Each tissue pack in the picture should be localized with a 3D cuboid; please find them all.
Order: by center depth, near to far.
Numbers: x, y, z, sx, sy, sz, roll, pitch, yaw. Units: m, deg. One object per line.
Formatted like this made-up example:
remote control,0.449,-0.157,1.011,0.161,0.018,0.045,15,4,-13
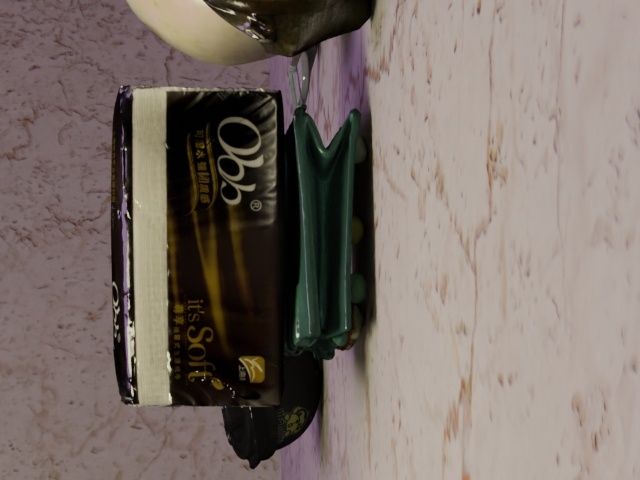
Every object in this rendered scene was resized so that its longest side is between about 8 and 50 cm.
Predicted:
tissue pack,-0.143,0.012,1.621,0.210,0.198,0.369,-168,79,-80

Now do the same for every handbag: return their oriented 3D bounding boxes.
handbag,0.005,-0.002,1.645,0.268,0.100,0.274,123,146,-75

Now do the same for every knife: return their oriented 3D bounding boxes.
knife,-0.032,-0.339,2.310,0.123,0.053,0.278,89,179,-51

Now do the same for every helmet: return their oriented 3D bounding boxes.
helmet,-0.077,0.225,2.227,0.279,0.161,0.230,-121,28,-51

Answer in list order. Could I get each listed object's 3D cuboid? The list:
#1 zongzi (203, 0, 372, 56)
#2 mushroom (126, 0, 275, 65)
zongzi,-0.101,-0.461,1.472,0.432,0.208,0.403,48,147,29
mushroom,-0.088,-0.412,1.800,0.325,0.353,0.353,147,125,-60
